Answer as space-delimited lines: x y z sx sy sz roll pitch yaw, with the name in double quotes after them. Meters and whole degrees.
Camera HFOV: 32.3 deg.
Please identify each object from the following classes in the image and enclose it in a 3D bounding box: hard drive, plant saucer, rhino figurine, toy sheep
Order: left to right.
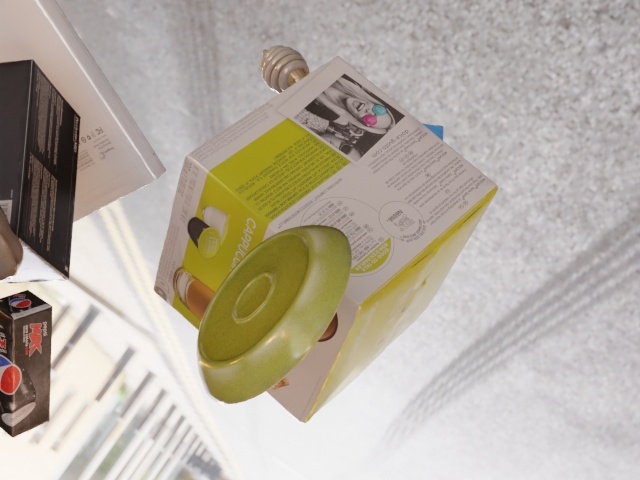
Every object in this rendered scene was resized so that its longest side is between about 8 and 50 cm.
-0.429 -0.049 1.315 0.106 0.073 0.243 11 131 41 "rhino figurine"
-0.426 -0.212 1.758 0.233 0.047 0.353 -23 107 36 "hard drive"
-0.064 0.072 1.251 0.037 0.241 0.241 39 166 -26 "plant saucer"
-0.066 -0.303 1.970 0.132 0.091 0.091 40 171 34 "toy sheep"

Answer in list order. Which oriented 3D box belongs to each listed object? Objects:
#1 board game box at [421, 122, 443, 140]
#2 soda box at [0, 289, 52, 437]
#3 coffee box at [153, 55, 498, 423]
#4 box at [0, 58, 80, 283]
0.051 -0.086 2.033 0.302 0.086 0.308 8 131 1 "board game box"
-0.363 0.149 1.334 0.053 0.060 0.169 26 121 34 "soda box"
0.000 0.000 1.680 0.334 0.338 0.338 41 142 15 "coffee box"
-0.419 -0.091 1.541 0.103 0.261 0.184 -4 159 10 "box"
